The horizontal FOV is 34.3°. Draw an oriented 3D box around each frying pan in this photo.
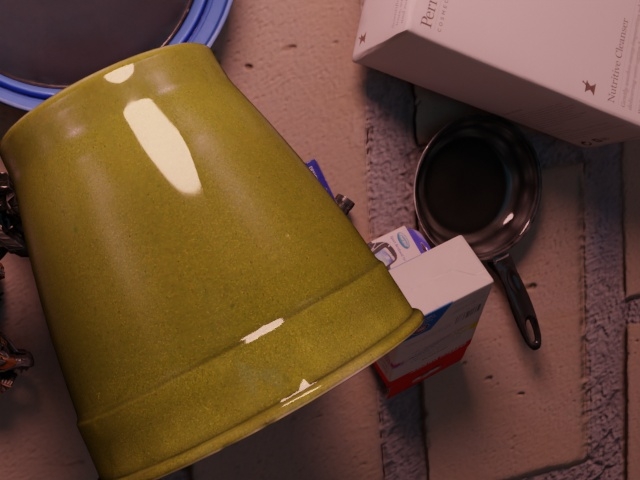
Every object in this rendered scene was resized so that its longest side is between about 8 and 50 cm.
[{"bbox_3d":[0.249,-0.028,1.411,0.197,0.053,0.326,-48,112,-10],"label":"frying pan"}]

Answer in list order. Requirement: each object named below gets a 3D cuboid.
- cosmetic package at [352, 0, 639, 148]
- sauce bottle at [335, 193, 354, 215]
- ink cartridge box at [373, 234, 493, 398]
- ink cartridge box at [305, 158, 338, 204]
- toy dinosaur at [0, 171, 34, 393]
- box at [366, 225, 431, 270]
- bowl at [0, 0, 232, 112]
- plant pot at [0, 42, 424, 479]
[{"bbox_3d":[0.253,-0.277,1.307,0.385,0.156,0.217,15,80,-24],"label":"cosmetic package"},{"bbox_3d":[0.000,0.000,1.321,0.042,0.042,0.128,36,82,-22],"label":"sauce bottle"},{"bbox_3d":[0.129,0.105,1.328,0.134,0.231,0.078,-25,63,-17],"label":"ink cartridge box"},{"bbox_3d":[-0.124,0.061,1.243,0.371,0.069,0.175,-29,101,-12],"label":"ink cartridge box"},{"bbox_3d":[-0.417,0.024,1.108,0.218,0.164,0.322,-36,131,3],"label":"toy dinosaur"},{"bbox_3d":[0.083,0.039,1.349,0.136,0.028,0.081,-24,76,-19],"label":"box"},{"bbox_3d":[-0.283,-0.332,1.142,0.391,0.077,0.391,-3,98,-22],"label":"bowl"},{"bbox_3d":[-0.139,0.007,1.044,0.366,0.366,0.353,-28,91,-16],"label":"plant pot"}]
